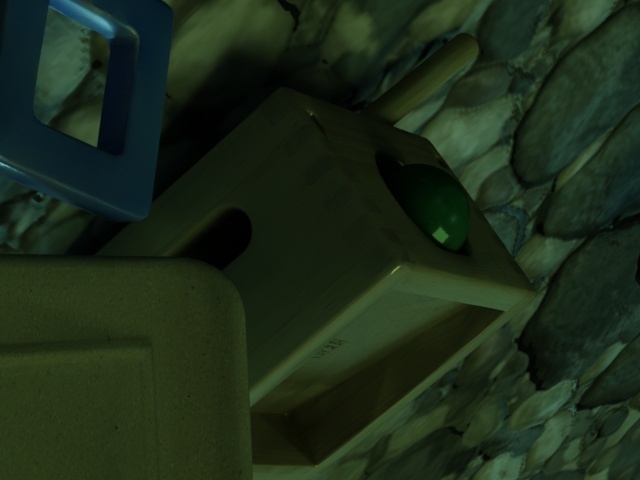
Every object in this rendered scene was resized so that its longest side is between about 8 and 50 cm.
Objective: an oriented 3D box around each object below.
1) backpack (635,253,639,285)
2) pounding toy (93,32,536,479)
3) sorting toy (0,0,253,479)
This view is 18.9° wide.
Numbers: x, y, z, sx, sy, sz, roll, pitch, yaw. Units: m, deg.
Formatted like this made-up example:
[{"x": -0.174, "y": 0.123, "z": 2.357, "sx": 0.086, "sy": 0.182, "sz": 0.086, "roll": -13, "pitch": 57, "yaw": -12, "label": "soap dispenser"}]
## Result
[{"x": 0.335, "y": -0.099, "z": 0.850, "sx": 0.290, "sy": 0.273, "sz": 0.355, "roll": -18, "pitch": 133, "yaw": -34, "label": "backpack"}, {"x": 0.000, "y": 0.000, "z": 0.642, "sx": 0.141, "sy": 0.100, "sz": 0.130, "roll": -41, "pitch": 157, "yaw": 18, "label": "pounding toy"}, {"x": -0.090, "y": 0.096, "z": 0.470, "sx": 0.196, "sy": 0.047, "sz": 0.347, "roll": 1, "pitch": 85, "yaw": -55, "label": "sorting toy"}]
